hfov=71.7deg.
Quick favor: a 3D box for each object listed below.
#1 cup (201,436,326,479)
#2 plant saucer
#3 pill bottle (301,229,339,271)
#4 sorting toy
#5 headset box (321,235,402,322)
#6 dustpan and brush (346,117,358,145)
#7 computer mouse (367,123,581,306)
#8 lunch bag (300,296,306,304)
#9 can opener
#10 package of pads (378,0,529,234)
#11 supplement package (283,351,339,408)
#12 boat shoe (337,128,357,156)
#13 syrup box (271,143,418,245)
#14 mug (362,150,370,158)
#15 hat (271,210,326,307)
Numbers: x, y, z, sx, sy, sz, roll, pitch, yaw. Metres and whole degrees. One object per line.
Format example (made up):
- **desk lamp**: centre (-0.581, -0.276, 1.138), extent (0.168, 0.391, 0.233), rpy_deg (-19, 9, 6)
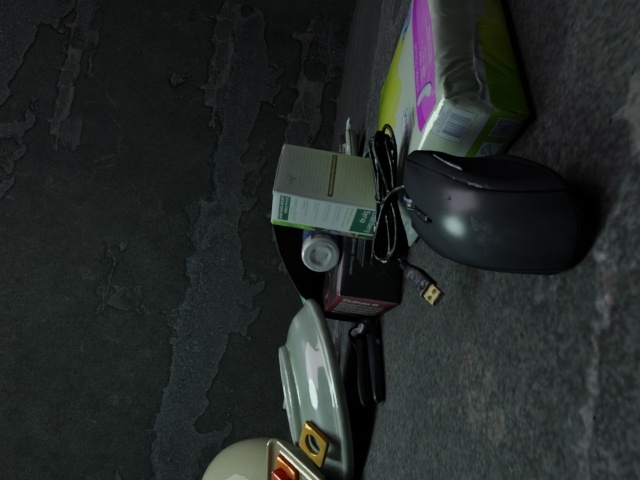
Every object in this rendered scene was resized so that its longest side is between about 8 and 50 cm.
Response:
- **cup**: centre (-0.118, 0.659, 1.150), extent (0.237, 0.331, 0.331), rpy_deg (-46, 27, 38)
- **plant saucer**: centre (-0.027, 0.333, 0.978), extent (0.400, 0.101, 0.400), rpy_deg (171, 90, -79)
- **pill bottle**: centre (0.000, 0.000, 0.820), extent (0.120, 0.067, 0.067), rpy_deg (-91, 11, -62)
- **sorting toy**: centre (-0.048, 0.509, 0.857), extent (0.196, 0.047, 0.347), rpy_deg (15, 107, 43)
- **headset box**: centre (0.081, 0.035, 0.885), extent (0.293, 0.110, 0.218), rpy_deg (112, 166, -71)
- **dustpan and brush**: centre (0.112, -0.377, 1.678), extent (0.211, 0.060, 0.147), rpy_deg (105, 173, -54)
- **computer mouse**: centre (0.109, -0.001, 0.424), extent (0.262, 0.060, 0.184), rpy_deg (39, 142, 56)
- **lunch bag**: centre (0.000, 0.121, 1.454), extent (0.279, 0.108, 0.224), rpy_deg (-83, -24, -60)
- **can opener**: centre (0.091, 0.221, 0.825), extent (0.059, 0.073, 0.186), rpy_deg (-37, 28, 21)
- **package of pads**: centre (0.145, -0.181, 0.570), extent (0.229, 0.101, 0.296), rpy_deg (107, 172, -56)
- **supplement package**: centre (-0.032, 0.432, 1.355), extent (0.244, 0.134, 0.139), rpy_deg (106, 172, -58)
- **boat shoe**: centre (0.037, -0.171, 1.640), extent (0.186, 0.156, 0.500), rpy_deg (-84, 6, -55)
- **syrup box**: centre (0.048, -0.068, 0.697), extent (0.093, 0.237, 0.096), rpy_deg (106, 173, -61)
- **mug**: centre (0.098, -0.119, 1.003), extent (0.157, 0.097, 0.129), rpy_deg (-60, -5, 20)
- **hat**: centre (0.026, 0.002, 1.155), extent (0.134, 0.331, 0.331), rpy_deg (-26, 44, 37)
